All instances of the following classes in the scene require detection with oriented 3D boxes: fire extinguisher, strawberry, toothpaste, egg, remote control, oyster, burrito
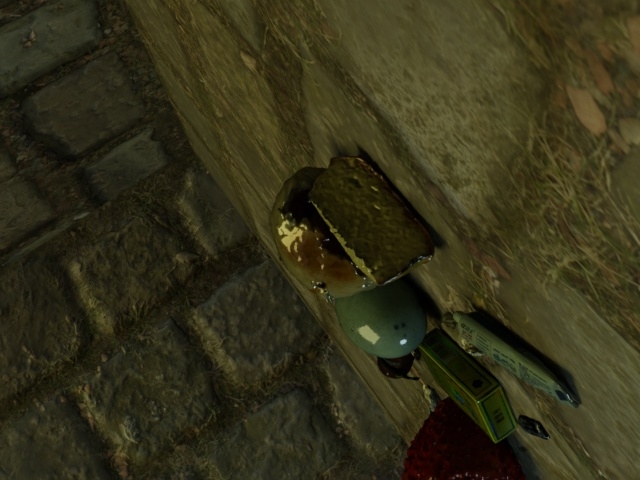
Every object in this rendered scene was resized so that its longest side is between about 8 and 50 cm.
[{"bbox_3d":[0.195,0.273,1.983,0.141,0.105,0.341,38,167,14],"label":"fire extinguisher"},{"bbox_3d":[0.313,0.515,1.812,0.312,0.267,0.351,54,-163,-25],"label":"strawberry"},{"bbox_3d":[0.293,0.175,1.272,0.268,0.047,0.069,40,143,53],"label":"toothpaste"},{"bbox_3d":[0.122,0.147,1.677,0.236,0.169,0.169,45,166,53],"label":"egg"},{"bbox_3d":[0.386,0.342,1.488,0.039,0.014,0.096,56,170,-1],"label":"remote control"},{"bbox_3d":[0.328,0.475,2.221,0.106,0.061,0.200,-105,-9,-57],"label":"oyster"},{"bbox_3d":[0.258,0.169,1.456,0.149,0.041,0.055,-144,35,-75],"label":"burrito"}]

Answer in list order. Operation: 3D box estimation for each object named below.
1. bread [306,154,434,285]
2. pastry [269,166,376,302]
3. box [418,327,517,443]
[{"bbox_3d":[0.090,-0.020,1.390,0.260,0.129,0.134,52,178,30],"label":"bread"},{"bbox_3d":[-0.005,-0.008,1.569,0.256,0.170,0.237,44,-155,-21],"label":"pastry"},{"bbox_3d":[0.291,0.288,1.634,0.220,0.064,0.141,46,167,55],"label":"box"}]
